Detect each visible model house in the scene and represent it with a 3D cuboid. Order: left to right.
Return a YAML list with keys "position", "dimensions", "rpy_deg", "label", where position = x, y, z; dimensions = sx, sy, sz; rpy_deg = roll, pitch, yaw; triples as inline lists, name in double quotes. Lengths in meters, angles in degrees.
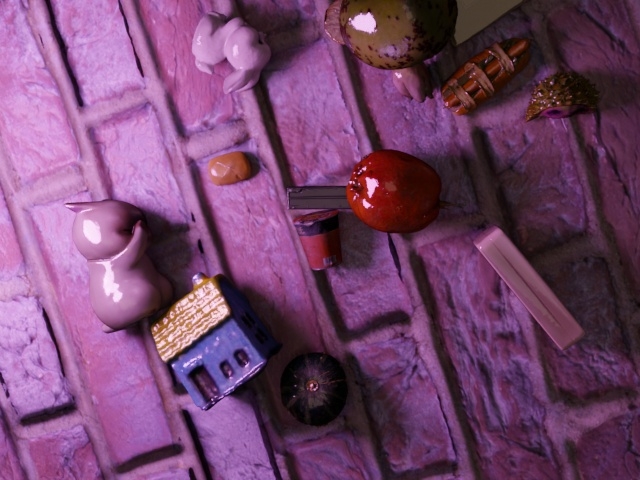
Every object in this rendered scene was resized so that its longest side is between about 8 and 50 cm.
- position: [-0.280, 0.247, 1.783]
  dimensions: [0.237, 0.215, 0.303]
  rpy_deg: [-36, 85, 9]
  label: "model house"

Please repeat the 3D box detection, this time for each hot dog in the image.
- position: [0.413, -0.414, 1.694]
  dimensions: [0.269, 0.072, 0.109]
  rpy_deg: [-38, 93, 10]
  label: "hot dog"

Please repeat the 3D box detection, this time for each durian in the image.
- position: [0.596, -0.358, 1.658]
  dimensions: [0.186, 0.108, 0.119]
  rpy_deg: [-5, 96, 8]
  label: "durian"

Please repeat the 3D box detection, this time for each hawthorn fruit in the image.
- position: [0.214, -0.112, 1.690]
  dimensions: [0.298, 0.211, 0.212]
  rpy_deg: [11, 97, -5]
  label: "hawthorn fruit"

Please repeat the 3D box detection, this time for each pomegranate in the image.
- position: [0.198, -0.492, 1.641]
  dimensions: [0.284, 0.285, 0.341]
  rpy_deg: [-12, 124, 8]
  label: "pomegranate"

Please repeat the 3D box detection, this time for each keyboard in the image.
- position: [0.009, -0.114, 1.804]
  dimensions: [0.197, 0.010, 0.064]
  rpy_deg: [0, 97, 7]
  label: "keyboard"

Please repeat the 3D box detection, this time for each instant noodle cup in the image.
- position: [0.002, -0.001, 1.768]
  dimensions: [0.127, 0.127, 0.136]
  rpy_deg: [-11, 102, 8]
  label: "instant noodle cup"

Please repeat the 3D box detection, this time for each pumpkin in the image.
- position: [-0.017, 0.389, 1.788]
  dimensions: [0.190, 0.146, 0.191]
  rpy_deg: [-5, 57, 7]
  label: "pumpkin"

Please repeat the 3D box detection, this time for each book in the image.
- position: [0.343, -0.694, 1.692]
  dimensions: [0.239, 0.035, 0.352]
  rpy_deg: [-32, 92, 11]
  label: "book"

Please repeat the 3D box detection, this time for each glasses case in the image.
- position: [0.516, 0.113, 1.699]
  dimensions: [0.076, 0.144, 0.336]
  rpy_deg: [-39, 91, 9]
  label: "glasses case"

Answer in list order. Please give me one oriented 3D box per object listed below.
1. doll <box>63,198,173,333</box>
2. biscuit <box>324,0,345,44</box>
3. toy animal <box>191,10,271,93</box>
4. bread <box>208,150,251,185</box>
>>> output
- position: [-0.518, 0.066, 1.786]
  dimensions: [0.225, 0.215, 0.371]
  rpy_deg: [-6, 97, 24]
  label: "doll"
- position: [0.066, -0.563, 1.748]
  dimensions: [0.120, 0.015, 0.120]
  rpy_deg: [1, 96, 6]
  label: "biscuit"
- position: [-0.232, -0.480, 1.737]
  dimensions: [0.193, 0.127, 0.179]
  rpy_deg: [35, 101, 1]
  label: "toy animal"
- position: [-0.244, -0.190, 1.803]
  dimensions: [0.115, 0.056, 0.082]
  rpy_deg: [-10, 95, 8]
  label: "bread"
